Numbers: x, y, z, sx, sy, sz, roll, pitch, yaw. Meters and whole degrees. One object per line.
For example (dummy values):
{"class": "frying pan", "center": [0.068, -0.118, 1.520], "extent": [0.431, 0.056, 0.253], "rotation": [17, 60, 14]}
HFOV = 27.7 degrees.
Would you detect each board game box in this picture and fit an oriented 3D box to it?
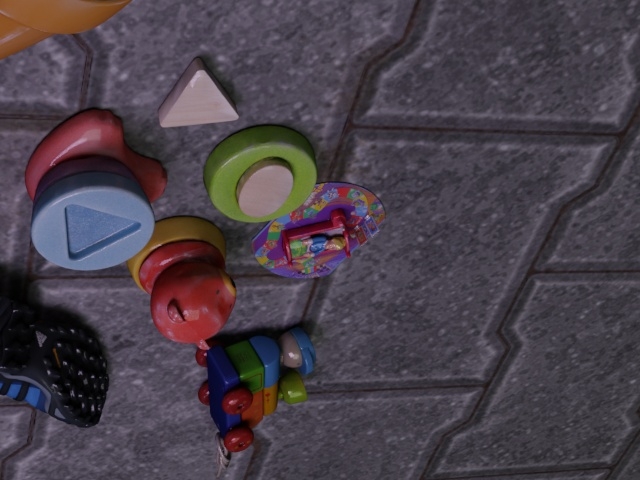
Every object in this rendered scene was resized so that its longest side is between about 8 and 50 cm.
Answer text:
{"class": "board game box", "center": [0.000, 0.000, 1.575], "extent": [0.133, 0.033, 0.168], "rotation": [22, 125, -37]}

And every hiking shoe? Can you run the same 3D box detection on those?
{"class": "hiking shoe", "center": [-0.366, 0.140, 1.570], "extent": [0.132, 0.113, 0.304], "rotation": [1, 153, 25]}

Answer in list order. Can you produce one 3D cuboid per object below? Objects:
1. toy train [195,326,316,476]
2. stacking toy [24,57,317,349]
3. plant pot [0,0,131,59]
{"class": "toy train", "center": [-0.082, 0.220, 1.751], "extent": [0.143, 0.105, 0.248], "rotation": [-20, 141, -19]}
{"class": "stacking toy", "center": [-0.148, -0.024, 1.420], "extent": [0.279, 0.130, 0.309], "rotation": [-33, 138, 18]}
{"class": "plant pot", "center": [-0.274, -0.243, 1.098], "extent": [0.205, 0.205, 0.188], "rotation": [23, 140, -38]}
